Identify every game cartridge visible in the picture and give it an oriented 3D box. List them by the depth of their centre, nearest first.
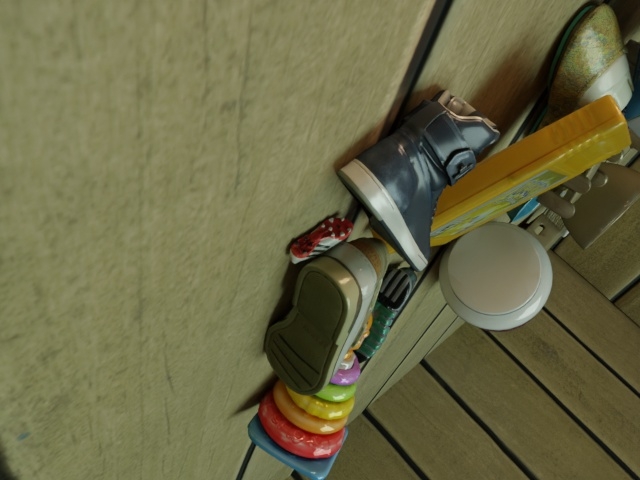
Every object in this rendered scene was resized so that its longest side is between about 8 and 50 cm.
[{"bbox_3d":[0.261,-0.076,0.823,0.323,0.053,0.285,-28,169,28],"label":"game cartridge"}]

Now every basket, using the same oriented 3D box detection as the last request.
[{"bbox_3d":[0.889,-0.105,2.120,0.113,0.103,0.167,-41,160,-9],"label":"basket"}]

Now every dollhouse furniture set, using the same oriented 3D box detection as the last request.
[{"bbox_3d":[0.660,-0.172,1.369,0.212,0.161,0.242,-32,149,-39],"label":"dollhouse furniture set"}]

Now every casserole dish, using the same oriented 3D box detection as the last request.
[{"bbox_3d":[0.524,-0.105,1.484,0.188,0.037,0.114,-19,149,-50],"label":"casserole dish"}]

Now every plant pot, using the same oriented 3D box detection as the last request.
[{"bbox_3d":[0.854,-0.137,1.848,0.284,0.191,0.284,-37,160,-16],"label":"plant pot"}]

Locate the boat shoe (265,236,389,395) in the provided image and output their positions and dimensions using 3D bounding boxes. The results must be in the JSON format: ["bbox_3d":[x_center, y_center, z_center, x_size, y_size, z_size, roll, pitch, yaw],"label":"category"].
[{"bbox_3d":[0.011,0.107,0.771,0.103,0.113,0.302,-34,164,-34],"label":"boat shoe"}]

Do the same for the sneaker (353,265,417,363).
[{"bbox_3d":[0.108,0.139,1.090,0.224,0.083,0.098,-54,163,25],"label":"sneaker"}]

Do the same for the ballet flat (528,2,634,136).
[{"bbox_3d":[0.401,-0.213,0.890,0.123,0.123,0.348,-42,161,-5],"label":"ballet flat"}]

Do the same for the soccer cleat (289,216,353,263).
[{"bbox_3d":[0.000,0.000,0.659,0.083,0.029,0.036,-30,166,-27],"label":"soccer cleat"}]

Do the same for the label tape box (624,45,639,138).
[{"bbox_3d":[0.550,-0.265,0.887,0.333,0.106,0.241,25,76,-35],"label":"label tape box"}]

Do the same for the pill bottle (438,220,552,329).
[{"bbox_3d":[0.385,0.085,1.304,0.229,0.229,0.407,-46,161,6],"label":"pill bottle"}]

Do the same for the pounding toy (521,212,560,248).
[{"bbox_3d":[0.677,-0.001,1.944,0.181,0.094,0.206,-39,170,-29],"label":"pounding toy"}]

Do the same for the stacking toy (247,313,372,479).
[{"bbox_3d":[0.009,0.233,1.011,0.302,0.165,0.175,-65,170,22],"label":"stacking toy"}]

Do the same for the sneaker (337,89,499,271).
[{"bbox_3d":[0.125,-0.062,0.653,0.163,0.086,0.226,-43,150,-2],"label":"sneaker"}]

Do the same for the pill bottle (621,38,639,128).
[{"bbox_3d":[0.514,-0.249,1.044,0.112,0.112,0.187,-20,150,-50],"label":"pill bottle"}]
